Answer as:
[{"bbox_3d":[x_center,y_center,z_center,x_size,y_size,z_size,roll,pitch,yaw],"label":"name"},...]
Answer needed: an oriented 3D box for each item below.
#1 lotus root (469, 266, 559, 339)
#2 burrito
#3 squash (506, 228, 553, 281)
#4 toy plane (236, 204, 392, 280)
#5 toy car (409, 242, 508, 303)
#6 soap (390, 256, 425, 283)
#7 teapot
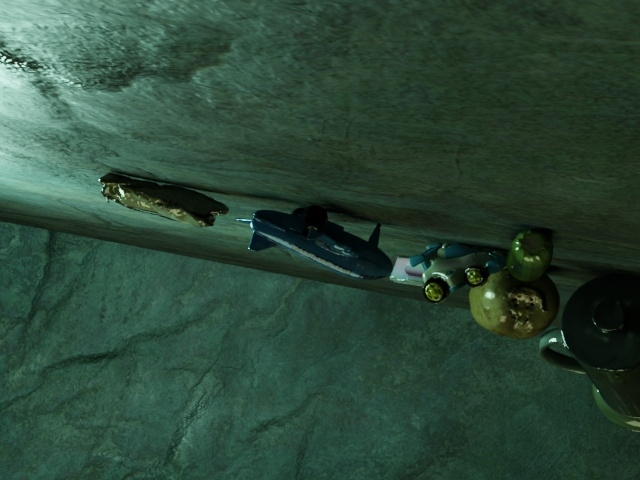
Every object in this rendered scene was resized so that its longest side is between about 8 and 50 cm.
[{"bbox_3d":[0.370,0.118,2.005,0.160,0.146,0.284,33,178,1],"label":"lotus root"},{"bbox_3d":[-0.273,-0.069,1.806,0.229,0.063,0.058,13,-175,1],"label":"burrito"},{"bbox_3d":[0.314,0.024,1.560,0.066,0.066,0.229,10,173,10],"label":"squash"},{"bbox_3d":[0.000,0.000,1.736,0.271,0.105,0.254,12,176,-18],"label":"toy plane"},{"bbox_3d":[0.247,0.038,1.830,0.161,0.098,0.126,-26,-178,33],"label":"toy car"},{"bbox_3d":[0.229,0.073,2.290,0.149,0.056,0.100,9,172,21],"label":"soap"},{"bbox_3d":[0.534,0.201,1.899,0.270,0.200,0.337,1,153,29],"label":"teapot"}]
